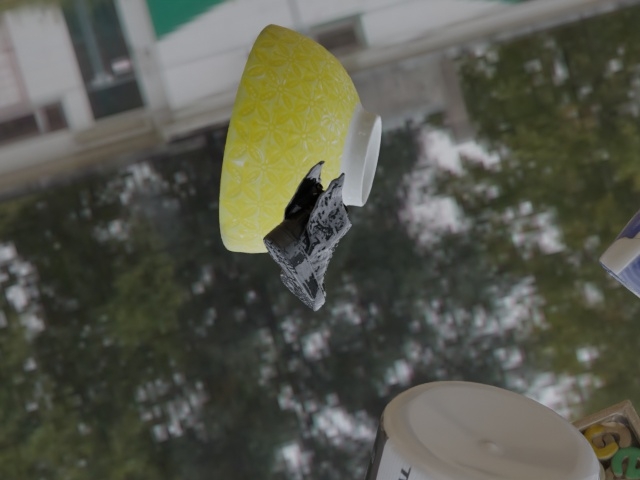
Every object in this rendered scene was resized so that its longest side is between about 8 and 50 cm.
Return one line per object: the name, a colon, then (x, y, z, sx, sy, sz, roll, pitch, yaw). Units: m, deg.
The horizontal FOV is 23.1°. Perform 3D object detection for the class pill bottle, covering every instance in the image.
pill bottle: (0.073, 0.218, 0.931, 0.130, 0.246, 0.130, 11, -156, -5)

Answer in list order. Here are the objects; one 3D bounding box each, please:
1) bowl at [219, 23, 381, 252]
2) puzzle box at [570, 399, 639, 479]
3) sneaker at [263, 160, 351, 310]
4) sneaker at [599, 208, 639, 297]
bowl: (-0.012, -0.112, 1.929, 0.156, 0.289, 0.289, 12, -166, 9)
puzzle box: (0.167, 0.346, 1.462, 0.409, 0.272, 0.052, -23, 150, -4)
sneaker: (-0.002, -0.001, 1.457, 0.089, 0.051, 0.170, -46, 153, -11)
sneaker: (0.373, -0.072, 1.345, 0.315, 0.127, 0.182, -44, -157, 9)
